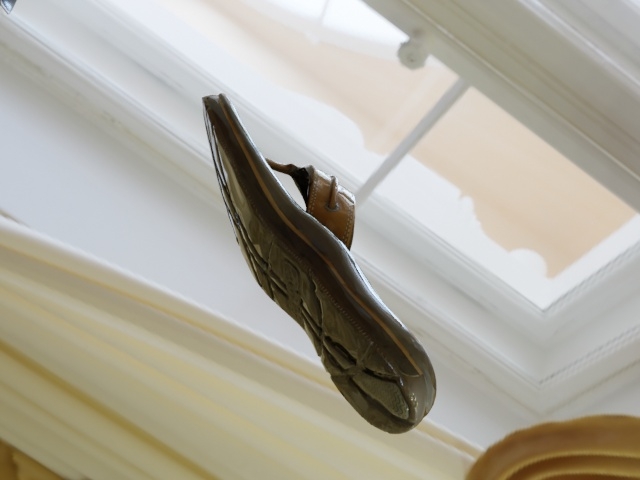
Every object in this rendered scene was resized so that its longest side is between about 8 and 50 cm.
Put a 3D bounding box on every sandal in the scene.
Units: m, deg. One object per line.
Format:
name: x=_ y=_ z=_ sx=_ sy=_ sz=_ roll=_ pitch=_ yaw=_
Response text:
sandal: x=0.000 y=0.000 z=0.405 sx=0.060 sy=0.219 sz=0.090 roll=-26 pitch=142 yaw=-20

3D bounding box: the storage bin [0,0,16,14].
storage bin: x=-0.245 y=-0.248 z=0.552 sx=0.135 sy=0.091 sz=0.098 roll=-66 pitch=-162 yaw=1
